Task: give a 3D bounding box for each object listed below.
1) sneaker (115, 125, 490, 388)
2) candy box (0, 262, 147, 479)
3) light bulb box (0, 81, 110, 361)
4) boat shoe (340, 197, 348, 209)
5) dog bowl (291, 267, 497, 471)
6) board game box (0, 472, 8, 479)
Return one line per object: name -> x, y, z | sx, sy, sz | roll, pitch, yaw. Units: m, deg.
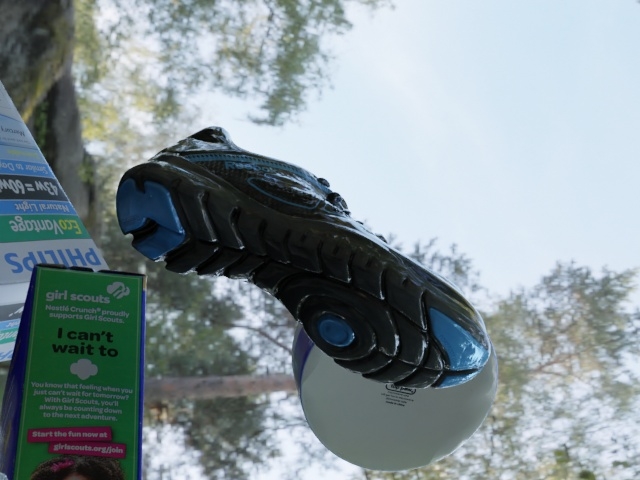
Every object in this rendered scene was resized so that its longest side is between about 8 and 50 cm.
sneaker -> 0.000, 0.000, 0.798 | 0.340, 0.140, 0.125 | 30, -48, 8
candy box -> -0.254, 0.227, 0.913 | 0.268, 0.122, 0.317 | 119, -30, -46
light bulb box -> -0.525, -0.031, 1.170 | 0.225, 0.358, 0.361 | -40, -105, 23
boat shoe -> -0.065, -0.012, 1.425 | 0.073, 0.223, 0.080 | 7, -61, 70
dog bowl -> 0.097, 0.169, 1.241 | 0.104, 0.264, 0.265 | -109, -143, -69
board game box -> -0.235, 0.228, 0.303 | 0.303, 0.097, 0.224 | -40, -142, 22
